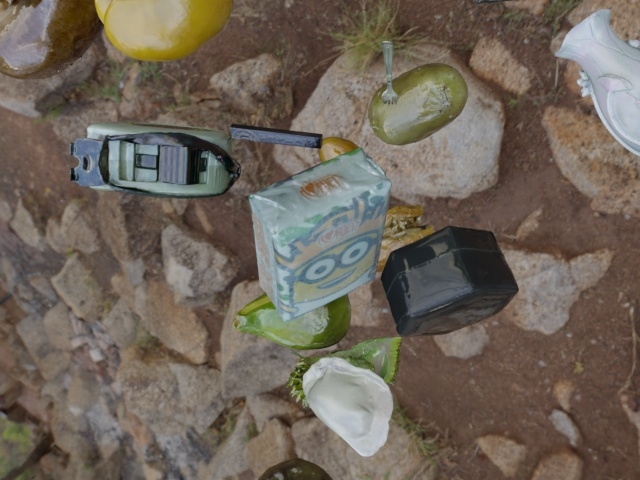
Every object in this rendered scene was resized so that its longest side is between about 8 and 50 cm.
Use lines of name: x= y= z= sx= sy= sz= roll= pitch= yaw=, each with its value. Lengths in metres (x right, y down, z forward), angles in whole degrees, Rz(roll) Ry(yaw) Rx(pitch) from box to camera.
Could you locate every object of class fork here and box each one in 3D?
fork: x=0.139 y=-0.326 z=1.052 sx=0.034 sy=0.028 sz=0.219 roll=14 pitch=166 yaw=13

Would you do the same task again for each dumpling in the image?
dumpling: x=0.056 y=0.320 z=1.079 sx=0.229 sy=0.151 sz=0.124 roll=35 pitch=-172 yaw=30

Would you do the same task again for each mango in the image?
mango: x=0.085 y=-0.263 z=1.790 sx=0.152 sy=0.120 sz=0.221 roll=-29 pitch=96 yaw=36

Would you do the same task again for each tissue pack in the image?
tissue pack: x=0.000 y=0.000 z=0.981 sx=0.128 sy=0.228 sz=0.310 roll=54 pitch=159 yaw=29

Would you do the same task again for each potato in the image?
potato: x=0.319 y=-0.432 z=1.653 sx=0.359 sy=0.270 sz=0.219 roll=-12 pitch=110 yaw=58

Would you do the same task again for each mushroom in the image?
mushroom: x=-0.527 y=-0.470 z=1.015 sx=0.345 sy=0.345 sz=0.239 roll=7 pitch=140 yaw=37

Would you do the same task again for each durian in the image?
durian: x=0.070 y=0.363 z=1.408 sx=0.157 sy=0.356 sz=0.169 roll=-39 pitch=59 yaw=52

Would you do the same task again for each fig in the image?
fig: x=-0.074 y=0.160 z=1.179 sx=0.206 sy=0.275 sz=0.206 roll=31 pitch=127 yaw=52

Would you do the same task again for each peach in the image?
peach: x=-0.195 y=-0.305 z=0.654 sx=0.179 sy=0.179 sz=0.103 roll=22 pitch=165 yaw=22

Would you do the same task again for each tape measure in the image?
tape measure: x=-0.225 y=-0.113 z=0.781 sx=0.207 sy=0.235 sz=0.115 roll=7 pitch=103 yaw=-7

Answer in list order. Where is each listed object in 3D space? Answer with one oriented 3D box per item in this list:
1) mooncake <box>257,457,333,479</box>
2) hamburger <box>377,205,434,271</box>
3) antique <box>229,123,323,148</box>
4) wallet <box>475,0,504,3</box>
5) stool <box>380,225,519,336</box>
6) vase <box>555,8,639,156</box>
mooncake: x=-0.076 y=0.804 z=1.567 sx=0.284 sy=0.284 sz=0.155 roll=32 pitch=148 yaw=10
hamburger: x=0.170 y=0.015 z=1.467 sx=0.283 sy=0.157 sz=0.143 roll=-37 pitch=77 yaw=38
antique: x=-0.088 y=-0.207 z=1.045 sx=0.192 sy=0.015 sz=0.031 roll=9 pitch=141 yaw=14
wallet: x=0.420 y=-0.549 z=1.005 sx=0.245 sy=0.052 sz=0.168 roll=5 pitch=127 yaw=19
stool: x=0.227 y=0.078 z=0.955 sx=0.232 sy=0.232 sz=0.141 roll=121 pitch=139 yaw=-55
vase: x=0.910 y=-0.476 z=1.564 sx=0.445 sy=0.250 sz=0.250 roll=55 pitch=147 yaw=14
